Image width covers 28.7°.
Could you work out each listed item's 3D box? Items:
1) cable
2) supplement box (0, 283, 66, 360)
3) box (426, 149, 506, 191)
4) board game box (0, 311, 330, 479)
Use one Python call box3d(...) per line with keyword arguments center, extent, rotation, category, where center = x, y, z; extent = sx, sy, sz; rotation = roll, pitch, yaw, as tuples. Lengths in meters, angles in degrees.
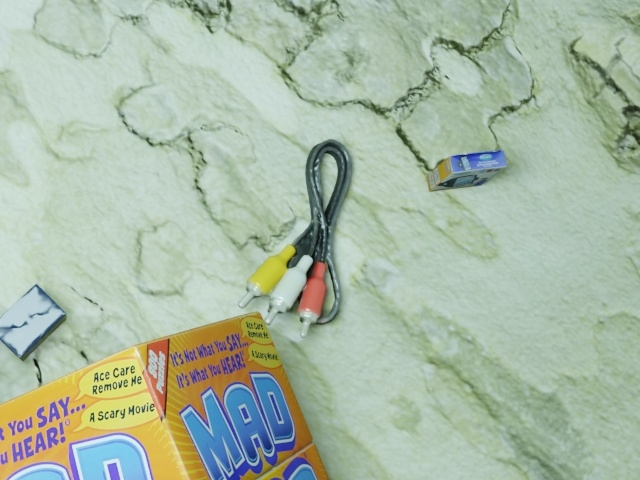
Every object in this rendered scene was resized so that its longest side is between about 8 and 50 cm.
box3d(center=(0.000, 0.000, 1.736), extent=(0.139, 0.072, 0.287), rotation=(28, 77, -11), category="cable")
box3d(center=(-0.381, 0.108, 1.637), extent=(0.056, 0.083, 0.083), rotation=(45, 76, -1), category="supplement box")
box3d(center=(0.206, -0.099, 1.759), extent=(0.081, 0.136, 0.028), rotation=(-7, 83, -12), category="box")
box3d(center=(-0.214, 0.325, 1.430), extent=(0.356, 0.356, 0.356), rotation=(-24, 86, 17), category="board game box")
